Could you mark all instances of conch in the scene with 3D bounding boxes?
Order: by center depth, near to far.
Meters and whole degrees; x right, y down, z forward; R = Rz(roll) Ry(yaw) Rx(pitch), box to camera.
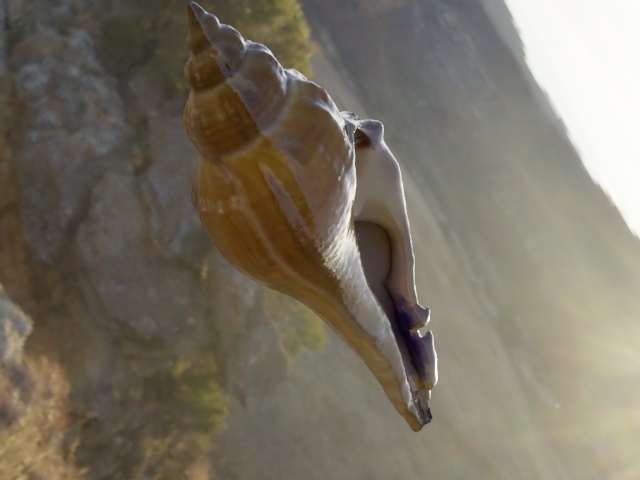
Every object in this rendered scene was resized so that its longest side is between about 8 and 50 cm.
[{"bbox_3d":[-0.005,0.000,0.655,0.330,0.093,0.109,66,33,-43],"label":"conch"}]
